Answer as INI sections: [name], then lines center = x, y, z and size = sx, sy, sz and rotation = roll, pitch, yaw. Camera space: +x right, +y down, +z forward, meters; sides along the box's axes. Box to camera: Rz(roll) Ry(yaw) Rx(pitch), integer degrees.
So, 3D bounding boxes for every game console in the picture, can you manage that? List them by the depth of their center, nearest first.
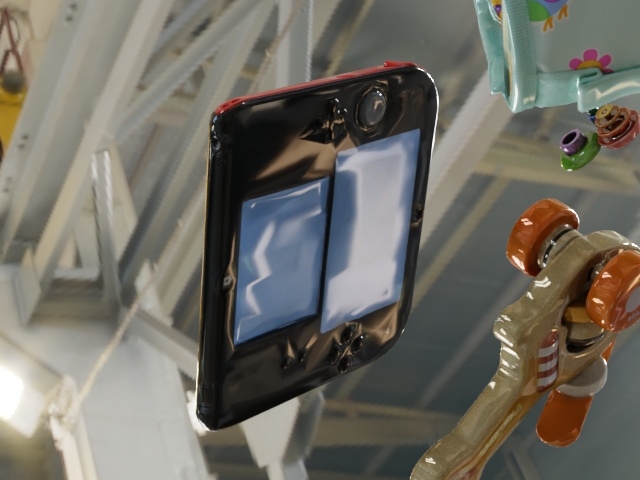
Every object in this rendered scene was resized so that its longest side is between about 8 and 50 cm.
[game console]
center = 0.000, 0.000, 1.338
size = 0.342, 0.060, 0.386
rotation = -22, -54, -46

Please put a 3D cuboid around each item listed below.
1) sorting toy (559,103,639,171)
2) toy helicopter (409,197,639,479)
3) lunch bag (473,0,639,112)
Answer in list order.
[sorting toy]
center = 0.278, -0.114, 1.205
size = 0.042, 0.061, 0.102
rotation = 43, -44, -22
[toy helicopter]
center = 0.225, 0.146, 1.256
size = 0.355, 0.140, 0.235
rotation = -51, -37, -2
[lunch bag]
center = 0.174, -0.199, 0.570
size = 0.223, 0.262, 0.160
rotation = -8, -8, 1
